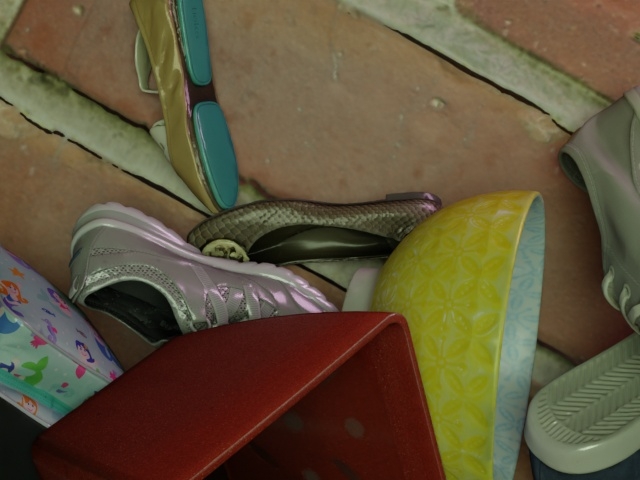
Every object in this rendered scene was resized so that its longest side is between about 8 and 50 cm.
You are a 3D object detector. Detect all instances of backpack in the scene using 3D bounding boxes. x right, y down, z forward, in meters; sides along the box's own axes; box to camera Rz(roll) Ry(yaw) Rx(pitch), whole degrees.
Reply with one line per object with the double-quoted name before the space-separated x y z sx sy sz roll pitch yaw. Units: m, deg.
"backpack" -0.297 0.111 1.279 0.191 0.253 0.225 -49 135 -3

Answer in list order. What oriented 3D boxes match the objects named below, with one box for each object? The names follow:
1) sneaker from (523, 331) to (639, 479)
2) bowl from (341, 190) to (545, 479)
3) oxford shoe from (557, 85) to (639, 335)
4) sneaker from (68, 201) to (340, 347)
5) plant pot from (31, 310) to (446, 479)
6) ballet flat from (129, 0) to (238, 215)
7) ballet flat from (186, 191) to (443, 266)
"sneaker" 0.343 0.158 1.394 0.350 0.131 0.148 -21 130 -18
"bowl" 0.103 0.089 1.306 0.156 0.289 0.289 8 89 14
"oxford shoe" 0.324 0.051 1.293 0.130 0.169 0.449 -27 50 13
"sneaker" -0.106 0.074 1.338 0.281 0.115 0.105 22 131 -10
"plant pot" -0.075 0.214 1.182 0.267 0.236 0.267 -37 123 -38
"ballet flat" -0.132 -0.132 1.394 0.073 0.080 0.232 -11 87 25
"ballet flat" 0.000 0.000 1.383 0.250 0.084 0.058 -5 61 -8
